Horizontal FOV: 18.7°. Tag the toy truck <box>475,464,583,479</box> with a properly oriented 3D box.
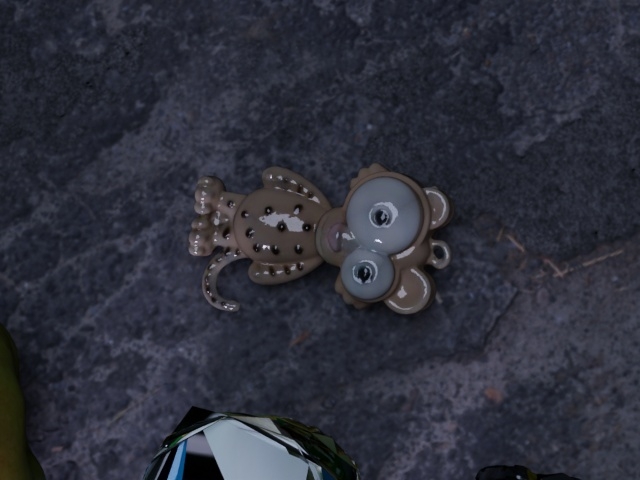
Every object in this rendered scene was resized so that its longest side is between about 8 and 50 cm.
[{"bbox_3d":[0.190,0.329,1.869,0.165,0.147,0.224,17,76,-16],"label":"toy truck"}]

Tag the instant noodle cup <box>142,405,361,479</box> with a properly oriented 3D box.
[{"bbox_3d":[-0.073,0.271,1.895,0.240,0.178,0.240,-2,76,8],"label":"instant noodle cup"}]

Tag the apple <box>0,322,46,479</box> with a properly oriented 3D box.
[{"bbox_3d":[-0.420,0.214,1.901,0.305,0.338,0.338,-22,72,-17],"label":"apple"}]

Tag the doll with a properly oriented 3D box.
[{"bbox_3d":[-0.001,-0.002,1.989,0.278,0.119,0.154,0,89,15],"label":"doll"}]
